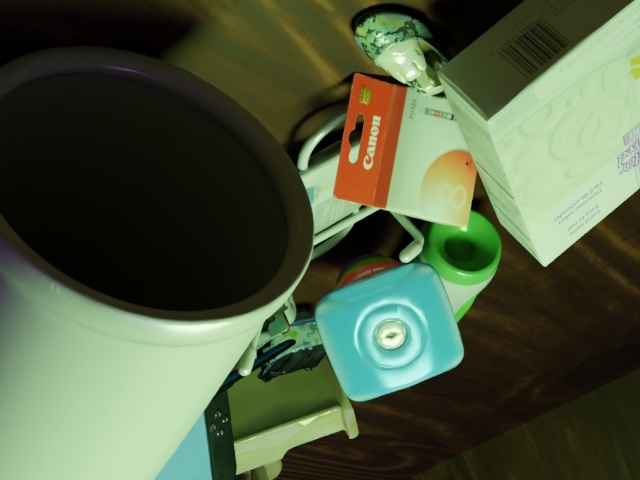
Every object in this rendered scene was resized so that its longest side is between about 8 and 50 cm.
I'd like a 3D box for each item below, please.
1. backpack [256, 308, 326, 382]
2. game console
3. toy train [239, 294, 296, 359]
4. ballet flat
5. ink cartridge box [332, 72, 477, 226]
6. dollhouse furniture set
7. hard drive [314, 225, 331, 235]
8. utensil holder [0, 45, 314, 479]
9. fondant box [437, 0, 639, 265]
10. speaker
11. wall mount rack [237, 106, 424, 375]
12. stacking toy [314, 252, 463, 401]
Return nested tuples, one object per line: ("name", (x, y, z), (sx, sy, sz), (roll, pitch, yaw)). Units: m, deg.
("backpack", (-0.043, 0.153, 2.269), (0.105, 0.084, 0.114), (-13, 163, -25))
("game console", (-0.163, 0.285, 2.029), (0.173, 0.250, 0.293), (6, -159, 34))
("toy train", (-0.188, 0.139, 2.035), (0.333, 0.142, 0.190), (-27, 171, 7))
("ballet flat", (0.099, -0.192, 1.584), (0.070, 0.070, 0.188), (-32, 158, 23))
("ink cartridge box", (0.104, -0.101, 1.672), (0.179, 0.146, 0.045), (12, 178, -41))
("dollhouse furniture set", (-0.061, 0.399, 2.512), (0.256, 0.362, 0.394), (-18, 130, -7))
("hard drive", (-0.053, -0.017, 1.923), (0.094, 0.022, 0.135), (-29, 159, 16))
("utensil holder", (-0.231, 0.066, 1.417), (0.327, 0.328, 0.385), (-6, 143, -37))
("fondant box", (0.282, -0.145, 1.659), (0.238, 0.096, 0.330), (-39, 148, -4))
("speaker", (0.166, 0.066, 2.208), (0.131, 0.131, 0.296), (-14, 158, -22))
("wall mount rack", (0.000, 0.000, 1.794), (0.304, 0.130, 0.350), (-31, 159, -19))
("stacking toy", (0.079, 0.080, 2.067), (0.175, 0.166, 0.302), (-20, -163, 1))
